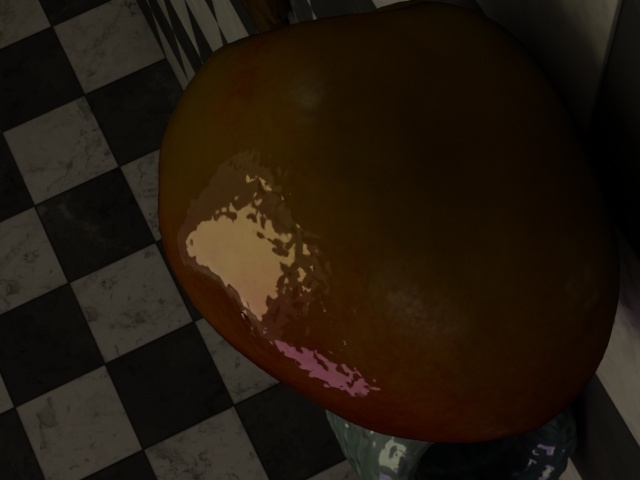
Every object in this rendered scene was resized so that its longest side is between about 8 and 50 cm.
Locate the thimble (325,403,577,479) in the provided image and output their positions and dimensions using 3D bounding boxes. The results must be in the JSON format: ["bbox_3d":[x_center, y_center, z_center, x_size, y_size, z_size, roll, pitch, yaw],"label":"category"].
[{"bbox_3d":[0.117,0.158,1.277,0.172,0.204,0.250,59,177,37],"label":"thimble"}]

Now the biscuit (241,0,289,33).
[{"bbox_3d":[-0.105,-0.377,1.725,0.278,0.043,0.301,64,173,4],"label":"biscuit"}]

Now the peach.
[{"bbox_3d":[0.052,-0.004,0.925,0.289,0.288,0.308,153,98,-83],"label":"peach"}]
